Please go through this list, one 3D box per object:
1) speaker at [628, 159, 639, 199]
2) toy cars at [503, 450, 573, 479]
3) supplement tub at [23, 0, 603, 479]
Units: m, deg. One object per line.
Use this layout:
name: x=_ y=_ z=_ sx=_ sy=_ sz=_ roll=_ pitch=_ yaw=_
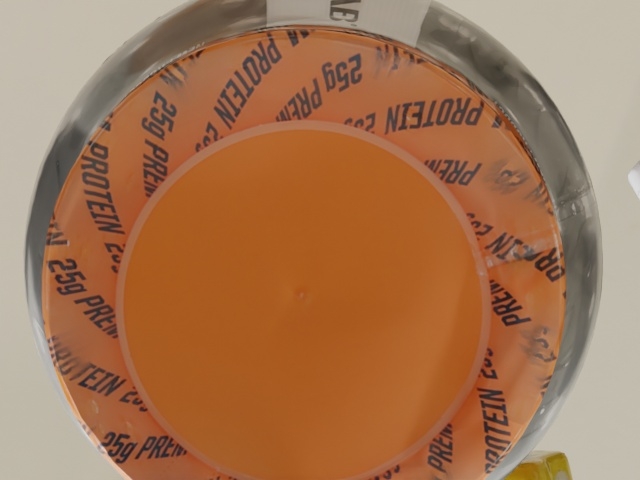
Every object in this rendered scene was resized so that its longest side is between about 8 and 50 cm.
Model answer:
speaker: x=0.270 y=-0.003 z=1.120 sx=0.055 sy=0.055 sz=0.136 roll=-39 pitch=-118 yaw=27
toy cars: x=0.022 y=0.216 z=0.767 sx=0.176 sy=0.087 sz=0.393 roll=49 pitch=-51 yaw=32
supplement tub: x=0.000 y=0.000 z=0.608 sx=0.194 sy=0.316 sz=0.193 roll=0 pitch=-85 yaw=1
